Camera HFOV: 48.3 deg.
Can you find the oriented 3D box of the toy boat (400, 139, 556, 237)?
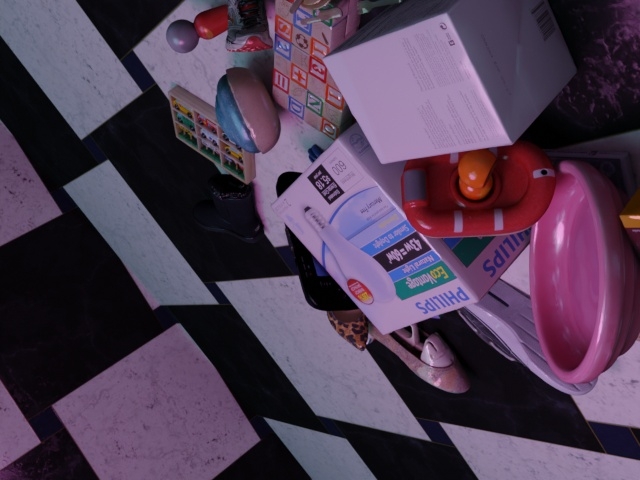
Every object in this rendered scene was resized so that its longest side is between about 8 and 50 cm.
[{"bbox_3d":[0.238,-0.091,1.080,0.231,0.151,0.151,-3,163,6],"label":"toy boat"}]

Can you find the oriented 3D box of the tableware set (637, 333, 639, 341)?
[{"bbox_3d":[0.522,0.148,1.313,0.168,0.020,0.141,41,152,9],"label":"tableware set"}]

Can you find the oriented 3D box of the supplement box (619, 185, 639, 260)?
[{"bbox_3d":[0.519,-0.014,0.927,0.129,0.191,0.194,-3,126,53],"label":"supplement box"}]

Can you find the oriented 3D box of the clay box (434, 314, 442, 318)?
[{"bbox_3d":[0.192,0.077,1.632,0.127,0.053,0.222,-4,125,55],"label":"clay box"}]

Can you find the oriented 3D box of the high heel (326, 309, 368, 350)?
[{"bbox_3d":[0.055,0.131,1.758,0.186,0.093,0.261,84,167,-55],"label":"high heel"}]

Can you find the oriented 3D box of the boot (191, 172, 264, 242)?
[{"bbox_3d":[-0.273,-0.109,1.971,0.246,0.094,0.207,22,147,26],"label":"boot"}]

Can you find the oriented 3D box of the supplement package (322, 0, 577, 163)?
[{"bbox_3d":[0.186,-0.259,1.054,0.262,0.198,0.199,-1,127,54],"label":"supplement package"}]

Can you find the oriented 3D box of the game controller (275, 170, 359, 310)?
[{"bbox_3d":[0.000,0.000,1.509,0.067,0.166,0.319,-31,66,34],"label":"game controller"}]

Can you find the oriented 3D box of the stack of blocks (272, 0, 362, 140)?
[{"bbox_3d":[0.006,-0.344,1.305,0.171,0.087,0.297,36,150,19],"label":"stack of blocks"}]

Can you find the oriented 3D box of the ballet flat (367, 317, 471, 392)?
[{"bbox_3d":[0.237,0.255,1.755,0.316,0.107,0.106,32,135,24],"label":"ballet flat"}]

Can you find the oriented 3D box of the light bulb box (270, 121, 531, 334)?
[{"bbox_3d":[0.148,-0.047,1.351,0.361,0.225,0.358,49,152,-2],"label":"light bulb box"}]

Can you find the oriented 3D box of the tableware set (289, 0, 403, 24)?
[{"bbox_3d":[0.030,-0.416,1.112,0.194,0.039,0.128,-3,98,31],"label":"tableware set"}]

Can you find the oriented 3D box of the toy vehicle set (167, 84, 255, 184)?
[{"bbox_3d":[-0.278,-0.271,1.835,0.266,0.035,0.166,34,150,22],"label":"toy vehicle set"}]

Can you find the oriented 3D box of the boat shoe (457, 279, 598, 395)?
[{"bbox_3d":[0.409,0.188,1.442,0.335,0.121,0.119,44,162,27],"label":"boat shoe"}]

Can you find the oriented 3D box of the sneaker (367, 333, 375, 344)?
[{"bbox_3d":[0.111,0.212,1.890,0.057,0.075,0.161,16,139,43],"label":"sneaker"}]

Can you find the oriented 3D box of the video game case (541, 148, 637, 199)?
[{"bbox_3d":[0.431,-0.063,1.162,0.173,0.022,0.190,10,135,47],"label":"video game case"}]

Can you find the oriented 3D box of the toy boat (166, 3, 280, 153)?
[{"bbox_3d":[-0.195,-0.322,1.489,0.267,0.148,0.318,-108,-6,-79],"label":"toy boat"}]

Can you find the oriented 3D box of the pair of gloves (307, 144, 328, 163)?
[{"bbox_3d":[0.025,-0.128,1.625,0.159,0.023,0.198,38,151,15],"label":"pair of gloves"}]

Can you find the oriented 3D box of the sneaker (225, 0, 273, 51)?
[{"bbox_3d":[-0.140,-0.414,1.325,0.225,0.088,0.093,-109,14,-51],"label":"sneaker"}]

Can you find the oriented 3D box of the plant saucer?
[{"bbox_3d":[0.397,0.045,1.069,0.084,0.332,0.332,-1,142,0],"label":"plant saucer"}]
